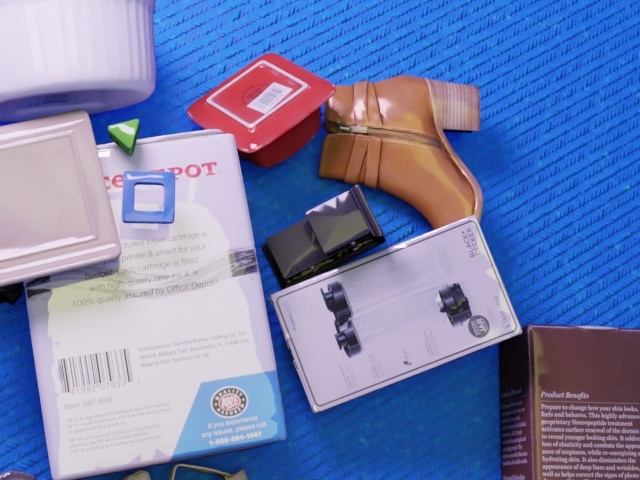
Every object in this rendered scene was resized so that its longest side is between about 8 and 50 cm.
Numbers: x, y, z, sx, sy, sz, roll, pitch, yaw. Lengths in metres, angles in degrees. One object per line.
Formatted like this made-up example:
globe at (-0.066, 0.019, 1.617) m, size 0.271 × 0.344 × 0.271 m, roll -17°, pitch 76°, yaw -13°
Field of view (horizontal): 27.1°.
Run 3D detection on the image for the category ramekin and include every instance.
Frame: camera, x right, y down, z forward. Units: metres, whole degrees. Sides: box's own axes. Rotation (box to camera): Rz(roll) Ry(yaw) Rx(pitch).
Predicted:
ramekin at (-0.336, -0.234, 1.662) m, size 0.277 × 0.277 × 0.135 m, roll -8°, pitch 89°, yaw -14°

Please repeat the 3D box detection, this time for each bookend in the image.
bookend at (0.000, 0.000, 1.724) m, size 0.156 × 0.157 × 0.072 m, roll -27°, pitch 85°, yaw 1°

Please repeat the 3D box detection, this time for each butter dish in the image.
butter dish at (-0.070, -0.155, 1.789) m, size 0.160 × 0.118 × 0.160 m, roll -38°, pitch 45°, yaw -20°

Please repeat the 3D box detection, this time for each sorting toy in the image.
sorting toy at (-0.344, -0.045, 1.568) m, size 0.347 × 0.047 × 0.196 m, roll -13°, pitch 76°, yaw -10°

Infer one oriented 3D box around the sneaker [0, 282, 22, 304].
sneaker at (-0.453, 0.056, 1.680) m, size 0.152 × 0.058 × 0.085 m, roll -6°, pitch 71°, yaw -20°

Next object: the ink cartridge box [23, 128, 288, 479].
ink cartridge box at (-0.222, 0.084, 1.669) m, size 0.285 × 0.166 × 0.395 m, roll -8°, pitch 81°, yaw -12°

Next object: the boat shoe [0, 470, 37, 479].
boat shoe at (-0.409, 0.441, 1.592) m, size 0.112 × 0.095 × 0.335 m, roll 15°, pitch 76°, yaw -9°

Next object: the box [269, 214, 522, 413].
box at (0.099, 0.096, 1.731) m, size 0.290 × 0.087 × 0.169 m, roll -23°, pitch 84°, yaw 6°

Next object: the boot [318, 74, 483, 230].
boot at (0.107, -0.086, 1.818) m, size 0.220 × 0.109 × 0.284 m, roll 0°, pitch 90°, yaw -5°

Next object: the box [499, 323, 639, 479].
box at (0.347, 0.309, 1.772) m, size 0.191 × 0.143 × 0.381 m, roll 4°, pitch 80°, yaw -11°

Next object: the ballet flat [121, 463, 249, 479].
ballet flat at (-0.201, 0.324, 1.673) m, size 0.248 × 0.086 × 0.086 m, roll -1°, pitch 79°, yaw -22°
